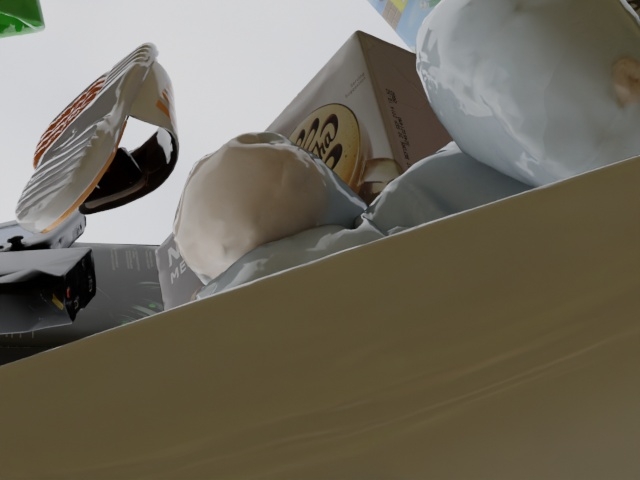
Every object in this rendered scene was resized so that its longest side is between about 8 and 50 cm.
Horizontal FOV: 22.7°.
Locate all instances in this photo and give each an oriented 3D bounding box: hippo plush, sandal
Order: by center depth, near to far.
[{"bbox_3d":[0.107,0.003,0.739,0.294,0.236,0.234,18,-145,-48],"label":"hippo plush"},{"bbox_3d":[-0.146,-0.052,1.101,0.076,0.102,0.265,47,-160,-18],"label":"sandal"}]

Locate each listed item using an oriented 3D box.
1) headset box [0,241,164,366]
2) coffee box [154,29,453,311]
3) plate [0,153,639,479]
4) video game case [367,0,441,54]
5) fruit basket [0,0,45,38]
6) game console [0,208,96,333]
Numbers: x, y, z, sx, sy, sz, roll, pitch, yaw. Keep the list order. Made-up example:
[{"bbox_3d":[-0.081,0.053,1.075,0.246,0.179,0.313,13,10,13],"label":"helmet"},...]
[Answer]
[{"bbox_3d":[-0.216,0.107,1.600,0.283,0.131,0.246,2,-156,-12],"label":"headset box"},{"bbox_3d":[0.000,0.000,1.289,0.118,0.297,0.168,18,-137,-34],"label":"coffee box"},{"bbox_3d":[0.092,0.052,0.267,0.277,0.278,0.045,-18,-65,-24],"label":"plate"},{"bbox_3d":[0.147,-0.203,1.332,0.025,0.204,0.285,-15,-126,-35],"label":"video game case"},{"bbox_3d":[-0.443,-0.175,1.333,0.283,0.392,0.392,14,-126,-46],"label":"fruit basket"},{"bbox_3d":[-0.266,0.018,1.194,0.213,0.361,0.044,-4,-81,2],"label":"game console"}]
